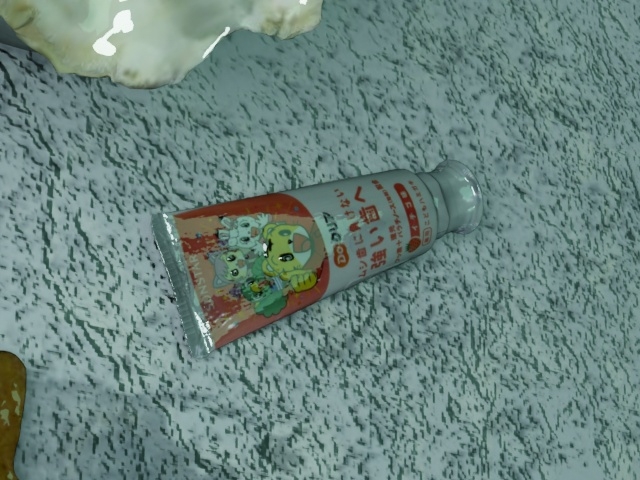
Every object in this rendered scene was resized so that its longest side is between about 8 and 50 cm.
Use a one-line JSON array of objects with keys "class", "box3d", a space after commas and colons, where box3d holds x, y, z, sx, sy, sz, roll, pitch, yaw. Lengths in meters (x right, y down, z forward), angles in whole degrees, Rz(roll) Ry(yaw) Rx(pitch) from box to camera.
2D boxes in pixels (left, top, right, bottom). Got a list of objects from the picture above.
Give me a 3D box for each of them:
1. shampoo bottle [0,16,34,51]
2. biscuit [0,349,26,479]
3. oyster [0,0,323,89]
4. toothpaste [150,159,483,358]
[{"class": "shampoo bottle", "box3d": [-0.111, -0.245, 1.005, 0.273, 0.266, 0.273, 12, 70, -37]}, {"class": "biscuit", "box3d": [-0.242, 0.113, 0.927, 0.278, 0.043, 0.301, -30, 95, -43]}, {"class": "oyster", "box3d": [-0.068, -0.253, 0.816, 0.238, 0.115, 0.351, -20, 86, -21]}, {"class": "toothpaste", "box3d": [0.000, 0.000, 1.172, 0.234, 0.057, 0.089, -18, 89, -35]}]
